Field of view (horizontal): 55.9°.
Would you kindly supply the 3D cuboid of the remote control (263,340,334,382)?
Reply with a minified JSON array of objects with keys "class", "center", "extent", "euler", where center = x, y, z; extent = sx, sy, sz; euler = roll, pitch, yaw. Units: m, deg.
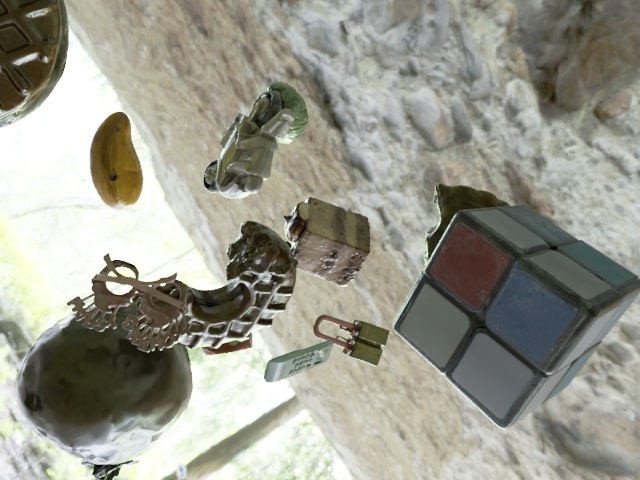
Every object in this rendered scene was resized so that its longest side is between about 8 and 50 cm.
[{"class":"remote control","center":[-0.045,0.247,1.248],"extent":[0.029,0.162,0.061],"euler":[44,-52,33]}]

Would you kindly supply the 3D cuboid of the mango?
[{"class":"mango","center":[-0.617,-0.234,1.805],"extent":[0.120,0.177,0.294],"euler":[3,-68,18]}]

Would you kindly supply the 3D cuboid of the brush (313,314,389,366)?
[{"class":"brush","center":[0.071,0.248,1.571],"extent":[0.234,0.103,0.047],"euler":[25,-9,-32]}]

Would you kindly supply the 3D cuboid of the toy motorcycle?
[{"class":"toy motorcycle","center":[-0.192,-0.228,1.600],"extent":[0.340,0.108,0.222],"euler":[-51,-132,20]}]

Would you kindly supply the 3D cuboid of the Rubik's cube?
[{"class":"Rubik's cube","center":[0.398,0.133,1.231],"extent":[0.313,0.319,0.316],"euler":[42,-60,31]}]

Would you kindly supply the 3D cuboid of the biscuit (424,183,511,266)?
[{"class":"biscuit","center":[0.402,-0.008,1.714],"extent":[0.329,0.078,0.335],"euler":[-33,-81,21]}]

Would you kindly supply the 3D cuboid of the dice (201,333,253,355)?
[{"class":"dice","center":[-0.340,0.318,2.187],"extent":[0.175,0.180,0.173],"euler":[60,20,-83]}]

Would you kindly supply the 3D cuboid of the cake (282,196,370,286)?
[{"class":"cake","center":[0.000,0.000,1.946],"extent":[0.293,0.196,0.198],"euler":[19,-47,-14]}]

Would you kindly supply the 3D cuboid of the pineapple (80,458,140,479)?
[{"class":"pineapple","center":[-0.583,0.600,1.820],"extent":[0.166,0.364,0.165],"euler":[34,5,-3]}]

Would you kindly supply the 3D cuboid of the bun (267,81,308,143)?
[{"class":"bun","center":[-0.108,-0.438,2.046],"extent":[0.204,0.127,0.212],"euler":[-92,172,-86]}]

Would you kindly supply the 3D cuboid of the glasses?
[{"class":"glasses","center":[-0.367,0.123,1.189],"extent":[0.256,0.162,0.095],"euler":[18,-21,5]}]

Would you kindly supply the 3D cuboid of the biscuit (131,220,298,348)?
[{"class":"biscuit","center":[-0.212,0.120,1.362],"extent":[0.268,0.367,0.115],"euler":[57,7,-48]}]

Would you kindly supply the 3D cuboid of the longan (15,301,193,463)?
[{"class":"longan","center":[-0.528,0.343,1.516],"extent":[0.404,0.404,0.435],"euler":[38,-19,34]}]

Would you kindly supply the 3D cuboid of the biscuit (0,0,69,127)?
[{"class":"biscuit","center":[-0.533,-0.317,0.865],"extent":[0.331,0.332,0.103],"euler":[65,-4,-15]}]
